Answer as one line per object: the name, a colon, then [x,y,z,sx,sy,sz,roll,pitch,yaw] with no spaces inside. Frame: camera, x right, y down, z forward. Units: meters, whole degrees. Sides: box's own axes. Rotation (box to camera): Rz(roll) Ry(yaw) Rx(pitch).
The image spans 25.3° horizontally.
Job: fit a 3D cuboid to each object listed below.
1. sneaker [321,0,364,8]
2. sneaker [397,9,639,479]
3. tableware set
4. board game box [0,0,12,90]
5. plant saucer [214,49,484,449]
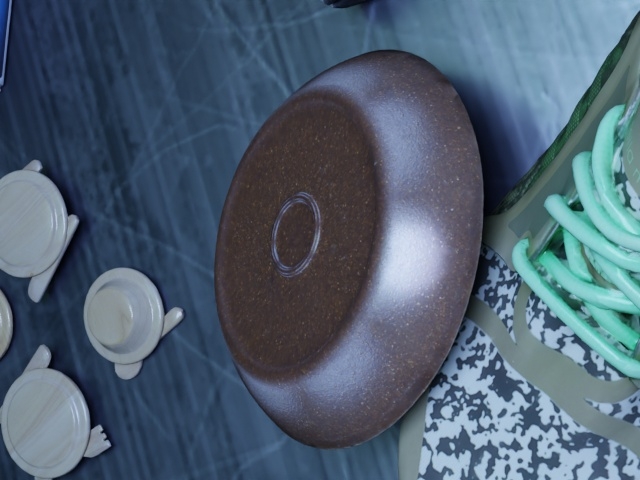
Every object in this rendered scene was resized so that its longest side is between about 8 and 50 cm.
sneaker: [0.031,-0.226,0.707,0.094,0.081,0.208,42,107,25]
sneaker: [0.140,-0.026,0.582,0.158,0.182,0.410,39,107,24]
tableware set: [-0.164,0.048,0.835,0.168,0.020,0.141,47,111,21]
board game box: [-0.241,-0.246,0.791,0.053,0.193,0.305,6,91,28]
plant saucer: [0.000,0.000,0.690,0.199,0.036,0.198,-24,59,50]
